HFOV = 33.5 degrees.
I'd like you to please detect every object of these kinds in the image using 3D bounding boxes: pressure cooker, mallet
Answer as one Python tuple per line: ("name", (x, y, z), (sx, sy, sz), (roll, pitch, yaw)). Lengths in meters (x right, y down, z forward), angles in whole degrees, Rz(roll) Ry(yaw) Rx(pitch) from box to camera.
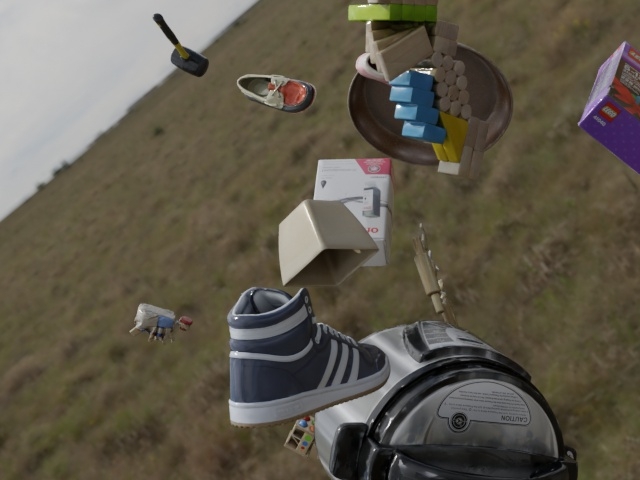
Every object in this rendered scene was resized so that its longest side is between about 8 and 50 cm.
("pressure cooker", (0.211, 0.355, 1.817), (0.370, 0.375, 0.420), (-35, 16, -8))
("mallet", (-0.230, -0.321, 1.749), (0.039, 0.062, 0.189), (-59, -9, -7))

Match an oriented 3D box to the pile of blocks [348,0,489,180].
("pile of blocks", (0.111, -0.235, 1.427), (0.149, 0.362, 0.113), (-33, 27, -29))

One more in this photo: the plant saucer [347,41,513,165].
("plant saucer", (0.208, -0.268, 2.015), (0.311, 0.311, 0.050), (-32, 35, 38))

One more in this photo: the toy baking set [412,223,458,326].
("toy baking set", (0.225, 0.073, 2.151), (0.030, 0.256, 0.197), (-21, -17, 9))

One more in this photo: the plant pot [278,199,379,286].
("plant pot", (0.000, 0.000, 1.553), (0.109, 0.096, 0.109), (1, -33, -41))

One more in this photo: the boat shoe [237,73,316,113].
("boat shoe", (-0.062, -0.211, 1.500), (0.137, 0.043, 0.049), (18, 86, 45))

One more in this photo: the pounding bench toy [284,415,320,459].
("pounding bench toy", (-0.017, 0.385, 2.088), (0.065, 0.083, 0.052), (-63, -1, 26))

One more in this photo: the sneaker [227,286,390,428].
("sneaker", (-0.010, 0.121, 1.295), (0.099, 0.153, 0.282), (-3, 5, 37))

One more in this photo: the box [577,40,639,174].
("box", (0.462, -0.109, 1.320), (0.057, 0.293, 0.201), (-50, 2, 35))

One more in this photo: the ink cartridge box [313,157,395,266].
("ink cartridge box", (0.066, -0.058, 2.164), (0.159, 0.092, 0.217), (-1, 55, 10))

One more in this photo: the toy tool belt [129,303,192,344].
("toy tool belt", (-0.236, 0.129, 1.576), (0.052, 0.083, 0.051), (-103, 33, -67))

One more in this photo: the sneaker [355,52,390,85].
("sneaker", (0.123, -0.258, 1.617), (0.070, 0.134, 0.050), (-165, 87, -85))
